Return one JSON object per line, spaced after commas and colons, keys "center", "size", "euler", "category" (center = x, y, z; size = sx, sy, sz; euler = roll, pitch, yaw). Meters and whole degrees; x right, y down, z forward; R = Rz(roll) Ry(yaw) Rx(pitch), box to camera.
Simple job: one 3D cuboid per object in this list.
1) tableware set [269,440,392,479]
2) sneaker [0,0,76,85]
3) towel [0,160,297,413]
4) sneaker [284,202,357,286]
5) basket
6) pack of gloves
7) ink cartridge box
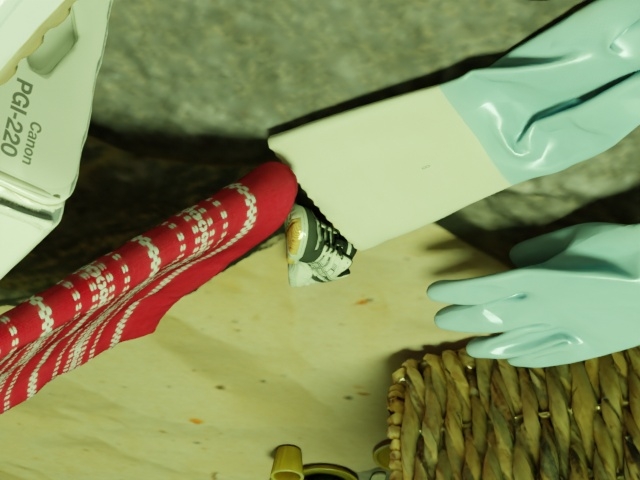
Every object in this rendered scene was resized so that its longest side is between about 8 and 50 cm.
{"center": [0.042, 0.163, 0.988], "size": [0.154, 0.024, 0.104], "euler": [8, 146, -6], "category": "tableware set"}
{"center": [-0.092, -0.105, 0.291], "size": [0.282, 0.099, 0.153], "euler": [-25, 157, 23], "category": "sneaker"}
{"center": [-0.144, 0.060, 0.675], "size": [0.031, 0.275, 0.199], "euler": [55, 141, 3], "category": "towel"}
{"center": [0.000, 0.000, 0.738], "size": [0.037, 0.032, 0.083], "euler": [-4, 164, 1], "category": "sneaker"}
{"center": [0.164, 0.222, 0.810], "size": [0.213, 0.299, 0.223], "euler": [-12, 138, 19], "category": "basket"}
{"center": [0.125, -0.029, 0.689], "size": [0.232, 0.046, 0.195], "euler": [-20, 125, 32], "category": "pack of gloves"}
{"center": [-0.175, -0.039, 0.584], "size": [0.092, 0.158, 0.218], "euler": [25, 140, -28], "category": "ink cartridge box"}
